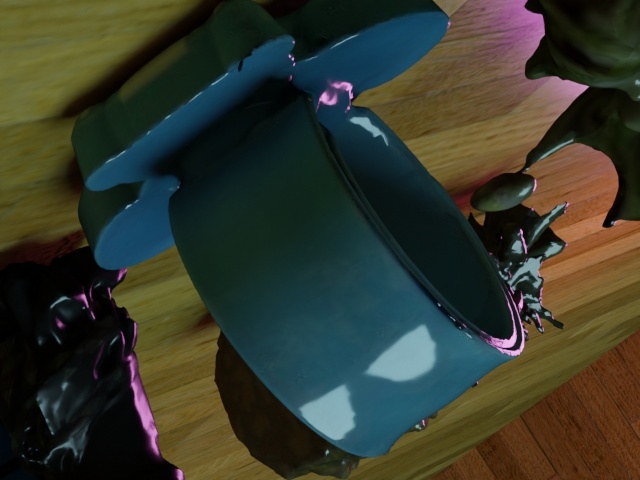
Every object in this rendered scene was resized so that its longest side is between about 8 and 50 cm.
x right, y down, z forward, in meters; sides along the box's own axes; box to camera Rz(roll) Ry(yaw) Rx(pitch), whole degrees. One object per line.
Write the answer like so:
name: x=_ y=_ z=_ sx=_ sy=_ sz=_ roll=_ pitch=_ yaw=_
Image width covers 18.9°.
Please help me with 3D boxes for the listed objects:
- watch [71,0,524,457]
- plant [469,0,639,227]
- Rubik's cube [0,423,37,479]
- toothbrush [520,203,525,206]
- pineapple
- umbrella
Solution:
watch: x=0.000 y=0.000 z=0.897 sx=0.211 sy=0.193 sz=0.211 roll=-33 pitch=169 yaw=-7
plant: x=0.232 y=-0.168 z=1.141 sx=0.333 sy=0.180 sz=0.251 roll=-64 pitch=-179 yaw=-36
Rubik's cube: x=-0.206 y=0.162 z=1.114 sx=0.151 sy=0.154 sz=0.155 roll=-28 pitch=168 yaw=-22
toothbrush: x=0.079 y=0.013 z=1.554 sx=0.257 sy=0.024 sz=0.018 roll=-23 pitch=144 yaw=-36
pineapple: x=0.080 y=0.057 z=1.428 sx=0.340 sy=0.169 sz=0.169 roll=-21 pitch=164 yaw=-45
umbrella: x=-0.099 y=0.137 z=1.004 sx=0.110 sy=0.272 sz=0.122 roll=-28 pitch=169 yaw=-7
